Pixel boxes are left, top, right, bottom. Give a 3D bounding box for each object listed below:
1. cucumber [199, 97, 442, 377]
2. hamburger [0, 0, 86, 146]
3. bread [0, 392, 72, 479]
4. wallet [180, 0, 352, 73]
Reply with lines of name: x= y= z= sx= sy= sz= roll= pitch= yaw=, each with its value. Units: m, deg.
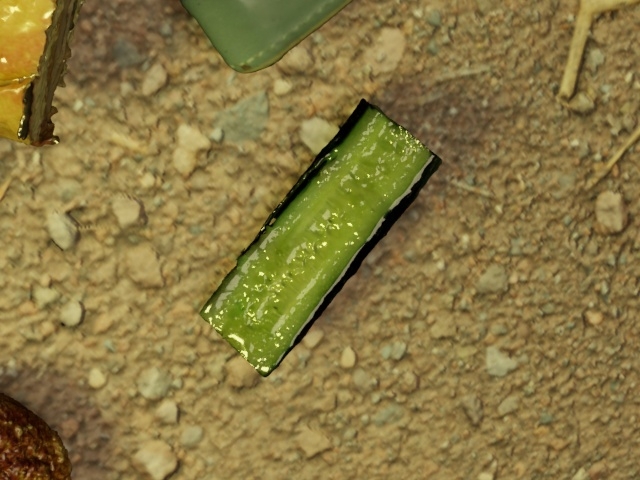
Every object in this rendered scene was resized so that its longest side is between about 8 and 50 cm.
cucumber: x=-0.001 y=-0.001 z=1.168 sx=0.078 sy=0.062 sz=0.211 roll=38 pitch=93 yaw=5
hamburger: x=-0.212 y=-0.215 z=0.937 sx=0.245 sy=0.155 sz=0.282 roll=31 pitch=122 yaw=-7
bread: x=-0.265 y=0.186 z=1.088 sx=0.193 sy=0.064 sz=0.193 roll=-9 pitch=111 yaw=-23
wallet: x=-0.061 y=-0.320 z=1.036 sx=0.252 sy=0.083 sz=0.360 roll=-39 pitch=118 yaw=-5
